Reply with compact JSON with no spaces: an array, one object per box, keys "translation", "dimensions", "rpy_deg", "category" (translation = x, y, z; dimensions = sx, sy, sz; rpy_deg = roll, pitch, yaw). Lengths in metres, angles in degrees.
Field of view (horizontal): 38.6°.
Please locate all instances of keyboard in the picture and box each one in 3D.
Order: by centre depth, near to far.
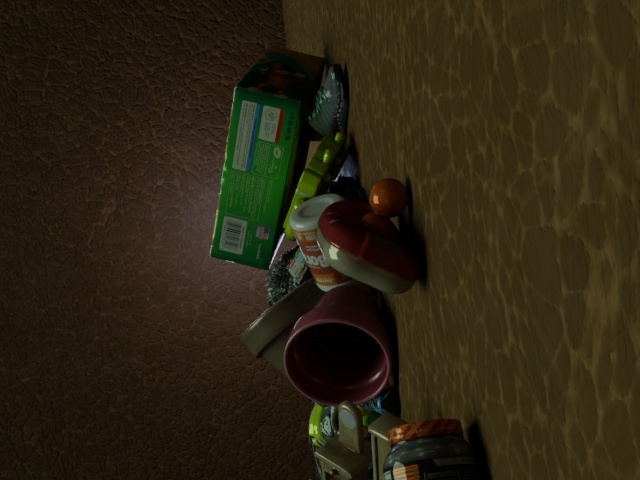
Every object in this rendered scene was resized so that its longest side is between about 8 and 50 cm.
[{"translation":[0.083,-0.032,1.806],"dimensions":[0.192,0.038,0.100],"rpy_deg":[-103,8,-50],"category":"keyboard"}]

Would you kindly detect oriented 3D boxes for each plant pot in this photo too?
[{"translation":[0.043,0.185,1.736],"dimensions":[0.180,0.201,0.202],"rpy_deg":[-72,-20,-61],"category":"plant pot"},{"translation":[-0.002,0.225,1.968],"dimensions":[0.229,0.263,0.263],"rpy_deg":[52,168,11],"category":"plant pot"}]

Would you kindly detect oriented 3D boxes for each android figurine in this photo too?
[{"translation":[-0.009,-0.122,1.999],"dimensions":[0.248,0.056,0.273],"rpy_deg":[-59,-4,-45],"category":"android figurine"}]

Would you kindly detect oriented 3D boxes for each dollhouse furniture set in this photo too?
[{"translation":[0.010,0.401,1.232],"dimensions":[0.303,0.355,0.174],"rpy_deg":[23,129,39],"category":"dollhouse furniture set"}]

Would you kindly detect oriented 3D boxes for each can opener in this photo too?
[{"translation":[0.056,-0.097,1.929],"dimensions":[0.073,0.059,0.186],"rpy_deg":[41,-170,-7],"category":"can opener"}]

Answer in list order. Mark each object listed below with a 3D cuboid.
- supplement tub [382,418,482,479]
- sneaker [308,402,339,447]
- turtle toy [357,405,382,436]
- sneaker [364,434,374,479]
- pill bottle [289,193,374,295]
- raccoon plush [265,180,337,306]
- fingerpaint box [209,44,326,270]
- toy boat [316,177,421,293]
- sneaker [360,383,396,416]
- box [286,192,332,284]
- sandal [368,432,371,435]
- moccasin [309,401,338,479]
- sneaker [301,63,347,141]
[{"translation":[0.138,0.314,1.079],"dimensions":[0.117,0.116,0.191],"rpy_deg":[95,168,-68],"category":"supplement tub"},{"translation":[0.057,0.381,2.332],"dimensions":[0.121,0.111,0.300],"rpy_deg":[-12,65,44],"category":"sneaker"},{"translation":[0.099,0.343,1.905],"dimensions":[0.095,0.066,0.130],"rpy_deg":[-114,19,-70],"category":"turtle toy"},{"translation":[0.113,0.505,2.119],"dimensions":[0.058,0.052,0.135],"rpy_deg":[-117,12,-49],"category":"sneaker"},{"translation":[0.029,0.026,1.824],"dimensions":[0.121,0.121,0.216],"rpy_deg":[-106,-7,-65],"category":"pill bottle"},{"translation":[-0.005,0.116,2.175],"dimensions":[0.299,0.216,0.447],"rpy_deg":[-117,20,-55],"category":"raccoon plush"},{"translation":[-0.124,-0.211,2.259],"dimensions":[0.371,0.163,0.445],"rpy_deg":[-70,-7,-63],"category":"fingerpaint box"},{"translation":[0.084,-0.023,1.379],"dimensions":[0.151,0.150,0.231],"rpy_deg":[-65,11,8],"category":"toy boat"},{"translation":[0.105,0.311,1.749],"dimensions":[0.162,0.073,0.064],"rpy_deg":[130,134,-83],"category":"sneaker"},{"translation":[0.000,0.000,2.076],"dimensions":[0.207,0.036,0.114],"rpy_deg":[-61,23,6],"category":"box"},{"translation":[0.101,0.412,2.123],"dimensions":[0.067,0.040,0.179],"rpy_deg":[-101,7,-49],"category":"sandal"},{"translation":[0.058,0.587,2.406],"dimensions":[0.139,0.146,0.380],"rpy_deg":[52,-155,-71],"category":"moccasin"},{"translation":[0.007,-0.291,2.010],"dimensions":[0.224,0.098,0.083],"rpy_deg":[90,173,-52],"category":"sneaker"}]
